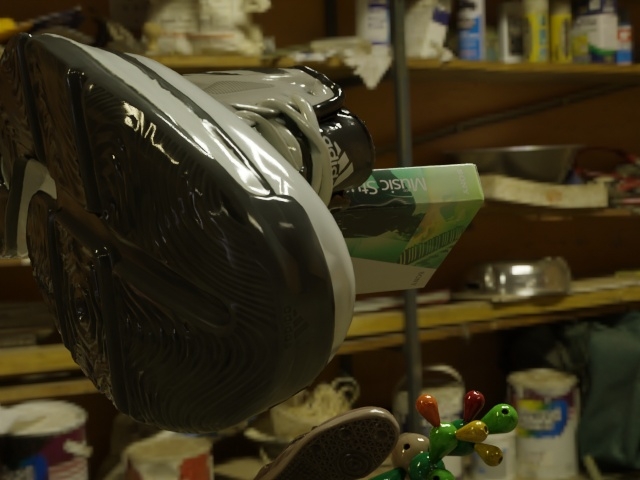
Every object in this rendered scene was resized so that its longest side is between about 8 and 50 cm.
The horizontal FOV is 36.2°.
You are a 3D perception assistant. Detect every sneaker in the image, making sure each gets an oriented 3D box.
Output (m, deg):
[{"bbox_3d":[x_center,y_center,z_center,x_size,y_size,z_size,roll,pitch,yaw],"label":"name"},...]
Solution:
[{"bbox_3d":[-0.002,0.199,0.934,0.188,0.066,0.071,-38,17,25],"label":"sneaker"},{"bbox_3d":[-0.047,-0.051,0.569,0.257,0.169,0.447,-13,20,-27],"label":"sneaker"}]

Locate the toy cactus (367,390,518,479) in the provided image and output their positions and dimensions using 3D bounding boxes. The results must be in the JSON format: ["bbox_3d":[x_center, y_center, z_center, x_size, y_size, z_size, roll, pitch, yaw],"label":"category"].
[{"bbox_3d":[0.093,0.225,0.997,0.219,0.112,0.180,-45,3,-3],"label":"toy cactus"}]

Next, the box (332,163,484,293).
[{"bbox_3d":[0.000,0.000,1.126,0.322,0.058,0.232,-6,-25,-15],"label":"box"}]
